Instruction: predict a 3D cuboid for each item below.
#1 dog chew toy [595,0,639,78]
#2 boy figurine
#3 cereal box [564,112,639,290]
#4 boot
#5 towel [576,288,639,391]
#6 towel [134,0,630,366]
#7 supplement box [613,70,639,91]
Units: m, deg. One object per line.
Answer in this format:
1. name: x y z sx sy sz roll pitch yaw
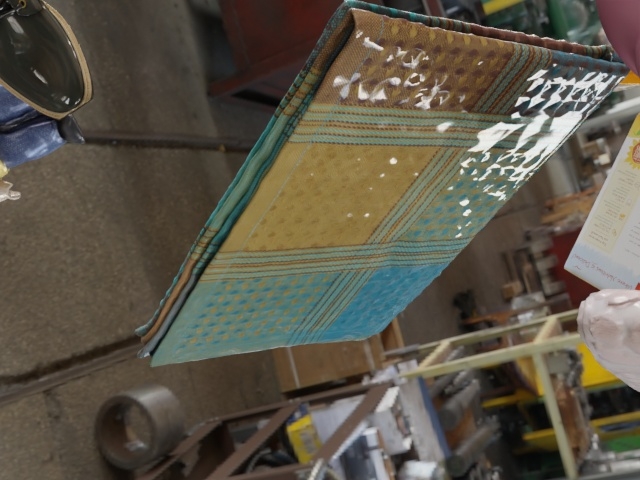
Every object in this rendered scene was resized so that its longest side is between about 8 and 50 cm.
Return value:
1. dog chew toy: 0.245 -0.200 0.402 0.331 0.207 0.206 -57 136 -15
2. boy figurine: -0.432 -0.112 0.972 0.092 0.285 0.177 44 -24 61
3. cereal box: 0.442 -0.030 1.089 0.047 0.240 0.173 10 19 -37
4. boot: -0.251 -0.182 0.618 0.197 0.077 0.137 53 -5 -9
5. towel: 0.379 0.098 0.555 0.317 0.332 0.053 30 66 -53
6. towel: 0.036 -0.023 0.655 0.272 0.370 0.040 -2 53 -36
7. supplement box: 0.347 -0.200 0.994 0.098 0.062 0.036 -143 -127 -82
